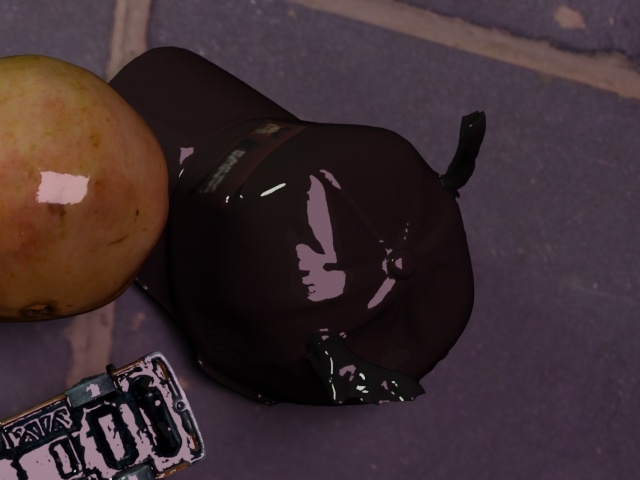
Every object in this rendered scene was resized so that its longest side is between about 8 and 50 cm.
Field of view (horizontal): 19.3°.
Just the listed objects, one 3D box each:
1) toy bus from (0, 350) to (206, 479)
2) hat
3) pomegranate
[{"bbox_3d":[-0.180,0.150,1.267,0.182,0.103,0.091,-24,89,-26],"label":"toy bus"},{"bbox_3d":[-0.006,-0.020,1.348,0.336,0.209,0.238,43,64,-11],"label":"hat"},{"bbox_3d":[-0.197,-0.036,1.263,0.191,0.191,0.191,8,73,-27],"label":"pomegranate"}]
